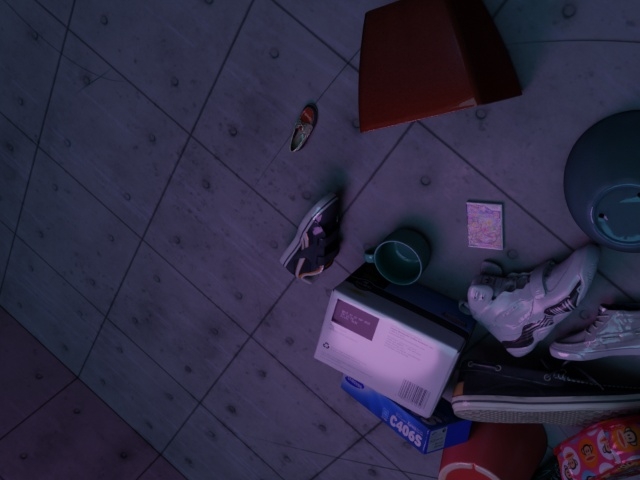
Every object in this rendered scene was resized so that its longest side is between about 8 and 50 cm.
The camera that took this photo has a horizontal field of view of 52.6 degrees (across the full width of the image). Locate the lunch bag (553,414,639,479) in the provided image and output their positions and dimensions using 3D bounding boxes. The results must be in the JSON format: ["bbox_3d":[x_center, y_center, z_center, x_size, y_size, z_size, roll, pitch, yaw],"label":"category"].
[{"bbox_3d":[0.730,0.496,1.529,0.258,0.120,0.293,1,149,-18],"label":"lunch bag"}]

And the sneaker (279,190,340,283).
[{"bbox_3d":[0.000,0.000,1.767,0.127,0.126,0.321,43,141,9],"label":"sneaker"}]

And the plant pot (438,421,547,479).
[{"bbox_3d":[0.450,0.593,1.757,0.275,0.243,0.274,16,124,24],"label":"plant pot"}]

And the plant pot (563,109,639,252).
[{"bbox_3d":[0.618,-0.089,1.283,0.290,0.195,0.290,16,124,24],"label":"plant pot"}]

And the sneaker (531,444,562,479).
[{"bbox_3d":[0.645,0.650,1.760,0.101,0.106,0.267,35,128,11],"label":"sneaker"}]

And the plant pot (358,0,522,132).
[{"bbox_3d":[0.228,-0.375,1.333,0.267,0.267,0.235,-8,100,35],"label":"plant pot"}]

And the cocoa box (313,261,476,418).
[{"bbox_3d":[0.200,0.247,1.704,0.347,0.228,0.231,25,118,18],"label":"cocoa box"}]

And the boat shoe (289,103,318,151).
[{"bbox_3d":[-0.046,-0.289,1.677,0.049,0.043,0.137,35,128,12],"label":"boat shoe"}]

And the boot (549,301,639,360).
[{"bbox_3d":[0.658,0.202,1.509,0.258,0.095,0.123,-11,104,28],"label":"boot"}]

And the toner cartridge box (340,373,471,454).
[{"bbox_3d":[0.225,0.439,1.759,0.348,0.165,0.075,28,112,50],"label":"toner cartridge box"}]

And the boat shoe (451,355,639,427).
[{"bbox_3d":[0.575,0.364,1.587,0.501,0.155,0.186,-1,149,15],"label":"boat shoe"}]

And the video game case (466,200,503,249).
[{"bbox_3d":[0.398,-0.036,1.570,0.087,0.011,0.122,7,120,29],"label":"video game case"}]

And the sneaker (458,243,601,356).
[{"bbox_3d":[0.478,0.110,1.522,0.210,0.137,0.365,33,133,8],"label":"sneaker"}]

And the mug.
[{"bbox_3d":[0.205,0.029,1.671,0.158,0.097,0.129,33,130,12],"label":"mug"}]
